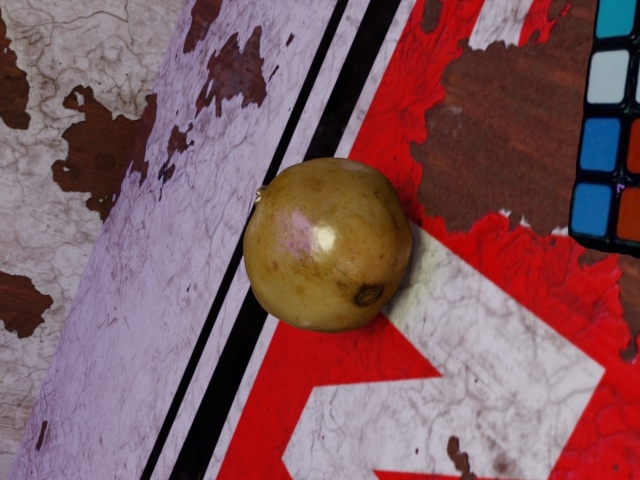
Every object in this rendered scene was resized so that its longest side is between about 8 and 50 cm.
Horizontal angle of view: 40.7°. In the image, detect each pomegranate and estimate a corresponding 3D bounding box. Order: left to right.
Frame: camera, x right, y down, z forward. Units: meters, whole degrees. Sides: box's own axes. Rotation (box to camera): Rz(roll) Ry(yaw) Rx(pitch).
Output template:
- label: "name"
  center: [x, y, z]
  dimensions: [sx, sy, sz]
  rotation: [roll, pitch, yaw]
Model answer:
- label: "pomegranate"
  center: [0.000, 0.000, 0.898]
  dimensions: [0.196, 0.196, 0.196]
  rotation: [-38, 44, 48]

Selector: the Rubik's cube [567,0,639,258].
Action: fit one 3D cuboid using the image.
- label: "Rubik's cube"
  center: [0.258, -0.070, 0.425]
  dimensions: [0.187, 0.182, 0.184]
  rotation: [10, 97, 63]
